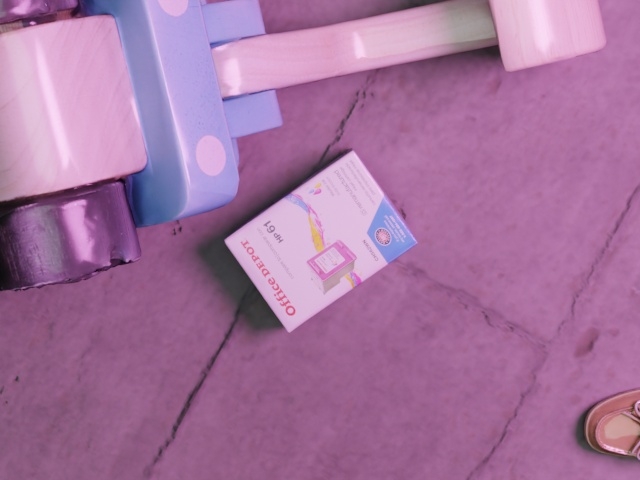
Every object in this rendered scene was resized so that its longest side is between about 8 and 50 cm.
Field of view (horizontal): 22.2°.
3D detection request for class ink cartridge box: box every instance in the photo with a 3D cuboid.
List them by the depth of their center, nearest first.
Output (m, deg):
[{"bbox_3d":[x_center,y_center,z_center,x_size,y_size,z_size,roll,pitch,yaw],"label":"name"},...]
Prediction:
[{"bbox_3d":[0.000,0.000,1.246,0.122,0.052,0.088,-35,94,5],"label":"ink cartridge box"}]

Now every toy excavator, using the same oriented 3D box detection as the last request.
[{"bbox_3d":[-0.077,-0.121,1.167,0.433,0.445,0.222,-9,98,43],"label":"toy excavator"}]

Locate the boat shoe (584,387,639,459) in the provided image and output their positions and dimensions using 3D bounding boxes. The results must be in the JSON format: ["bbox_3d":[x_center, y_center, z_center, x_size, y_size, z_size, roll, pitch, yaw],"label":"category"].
[{"bbox_3d":[0.281,0.144,1.256,0.153,0.048,0.056,2,95,1],"label":"boat shoe"}]
